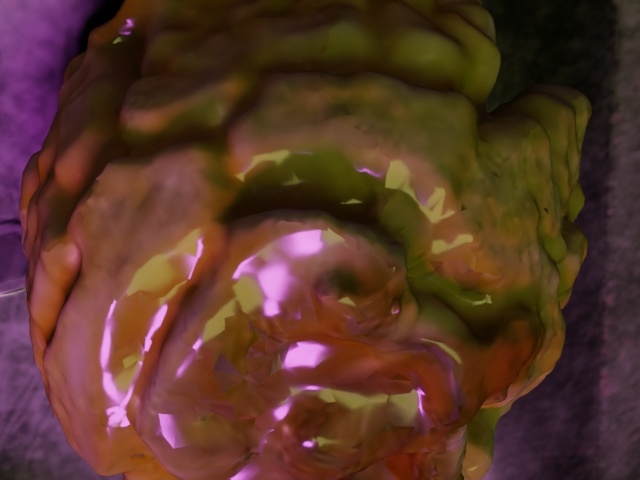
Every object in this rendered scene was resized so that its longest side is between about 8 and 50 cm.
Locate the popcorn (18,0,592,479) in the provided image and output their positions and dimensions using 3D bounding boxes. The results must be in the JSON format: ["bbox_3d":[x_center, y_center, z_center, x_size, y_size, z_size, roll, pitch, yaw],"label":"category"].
[{"bbox_3d":[0.001,0.006,0.895,0.293,0.237,0.293,-9,128,-12],"label":"popcorn"}]
